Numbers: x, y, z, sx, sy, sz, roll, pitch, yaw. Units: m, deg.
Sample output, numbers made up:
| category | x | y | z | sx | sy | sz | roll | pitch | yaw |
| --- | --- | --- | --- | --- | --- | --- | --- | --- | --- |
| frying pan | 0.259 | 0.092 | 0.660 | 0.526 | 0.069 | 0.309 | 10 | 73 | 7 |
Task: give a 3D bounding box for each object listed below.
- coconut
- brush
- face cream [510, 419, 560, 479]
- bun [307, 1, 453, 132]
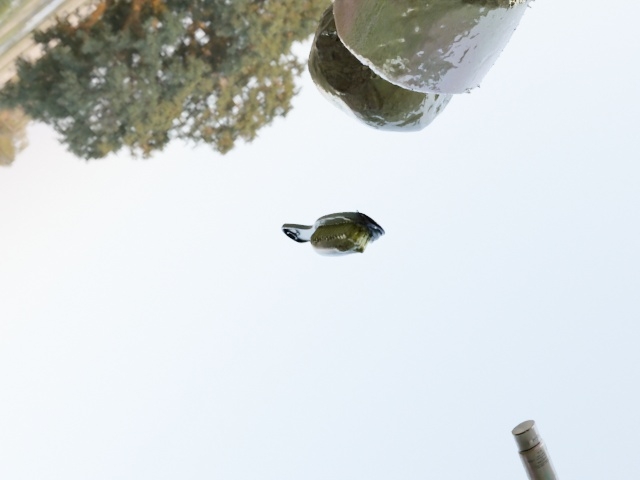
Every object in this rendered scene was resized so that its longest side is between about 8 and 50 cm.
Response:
| category | x | y | z | sx | sy | sz | roll | pitch | yaw |
| --- | --- | --- | --- | --- | --- | --- | --- | --- | --- |
| coconut | 0.068 | -0.149 | 0.439 | 0.116 | 0.116 | 0.122 | -53 | 175 | -31 |
| brush | 0.000 | 0.000 | 1.135 | 0.060 | 0.068 | 0.297 | -57 | -159 | -17 |
| face cream | 0.198 | 0.214 | 0.626 | 0.038 | 0.115 | 0.020 | -26 | -173 | -26 |
| bun | 0.091 | -0.251 | 0.953 | 0.237 | 0.210 | 0.116 | -63 | 179 | -43 |
